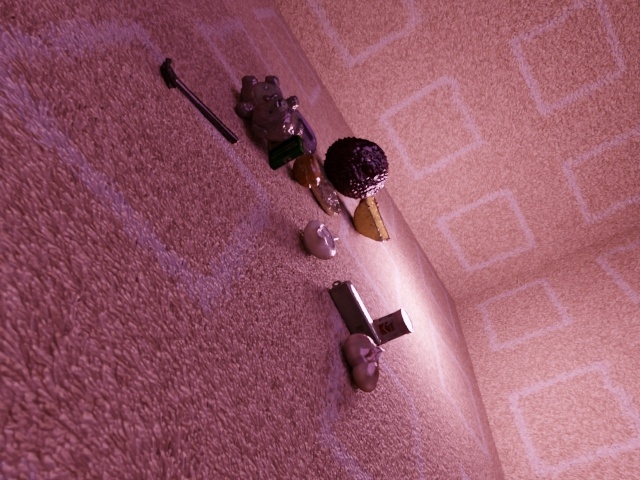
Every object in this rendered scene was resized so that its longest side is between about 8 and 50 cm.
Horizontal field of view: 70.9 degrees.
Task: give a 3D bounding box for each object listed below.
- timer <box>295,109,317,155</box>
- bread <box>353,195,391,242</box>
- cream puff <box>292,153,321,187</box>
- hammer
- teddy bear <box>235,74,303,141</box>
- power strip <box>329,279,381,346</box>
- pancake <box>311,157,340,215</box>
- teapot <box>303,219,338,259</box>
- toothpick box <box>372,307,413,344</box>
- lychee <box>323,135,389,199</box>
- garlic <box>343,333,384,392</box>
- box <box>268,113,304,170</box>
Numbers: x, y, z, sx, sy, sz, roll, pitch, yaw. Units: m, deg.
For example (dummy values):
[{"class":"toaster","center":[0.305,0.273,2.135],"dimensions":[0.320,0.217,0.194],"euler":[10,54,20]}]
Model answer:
[{"class":"timer","center":[-0.088,-0.484,2.011],"dimensions":[0.208,0.069,0.190],"euler":[54,23,-26]},{"class":"bread","center":[0.235,-0.092,2.221],"dimensions":[0.129,0.134,0.260],"euler":[-30,96,-60]},{"class":"cream puff","center":[-0.056,-0.267,1.743],"dimensions":[0.143,0.103,0.126],"euler":[-88,159,-55]},{"class":"hammer","center":[-0.338,-0.386,1.286],"dimensions":[0.297,0.027,0.125],"euler":[46,24,-42]},{"class":"teddy bear","center":[-0.183,-0.463,1.580],"dimensions":[0.151,0.236,0.267],"euler":[104,-33,-46]},{"class":"power strip","center":[0.118,0.254,1.523],"dimensions":[0.272,0.078,0.052],"euler":[62,17,0]},{"class":"pancake","center":[0.015,-0.231,1.961],"dimensions":[0.282,0.049,0.282],"euler":[51,23,-31]},{"class":"teapot","center":[0.000,0.000,1.541],"dimensions":[0.145,0.092,0.226],"euler":[68,18,8]},{"class":"toothpick box","center":[0.260,0.325,1.685],"dimensions":[0.098,0.149,0.098],"euler":[52,21,-30]},{"class":"lychee","center":[0.166,-0.342,2.129],"dimensions":[0.306,0.306,0.330],"euler":[51,-13,-30]},{"class":"garlic","center":[0.133,0.376,1.379],"dimensions":[0.124,0.099,0.174],"euler":[18,46,-44]},{"class":"box","center":[-0.129,-0.365,1.637],"dimensions":[0.034,0.132,0.235],"euler":[46,24,-42]}]
